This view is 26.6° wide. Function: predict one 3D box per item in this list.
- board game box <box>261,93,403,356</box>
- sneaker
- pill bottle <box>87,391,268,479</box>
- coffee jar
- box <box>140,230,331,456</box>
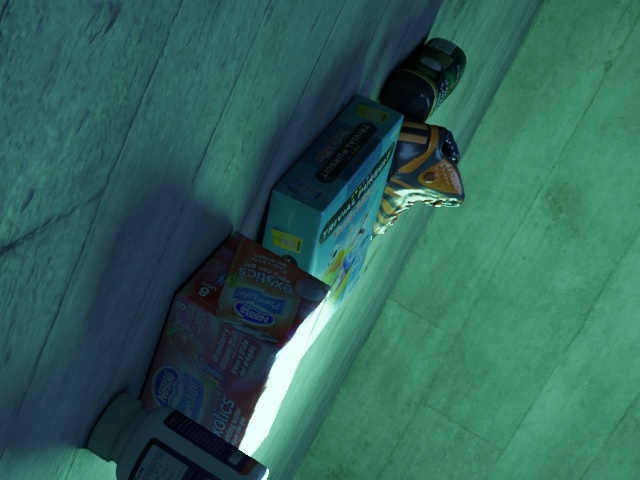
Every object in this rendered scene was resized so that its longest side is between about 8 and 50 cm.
[{"bbox_3d":[0.000,0.000,1.902,0.254,0.079,0.336,-51,162,-44],"label":"board game box"},{"bbox_3d":[0.125,-0.060,2.097,0.321,0.180,0.125,110,-20,-52],"label":"sneaker"},{"bbox_3d":[-0.166,0.258,1.556,0.108,0.193,0.108,-57,171,-14],"label":"pill bottle"},{"bbox_3d":[0.158,-0.240,2.110,0.184,0.079,0.096,-48,166,-50],"label":"coffee jar"},{"bbox_3d":[-0.119,0.162,1.673,0.154,0.142,0.300,-50,166,-48],"label":"box"}]
